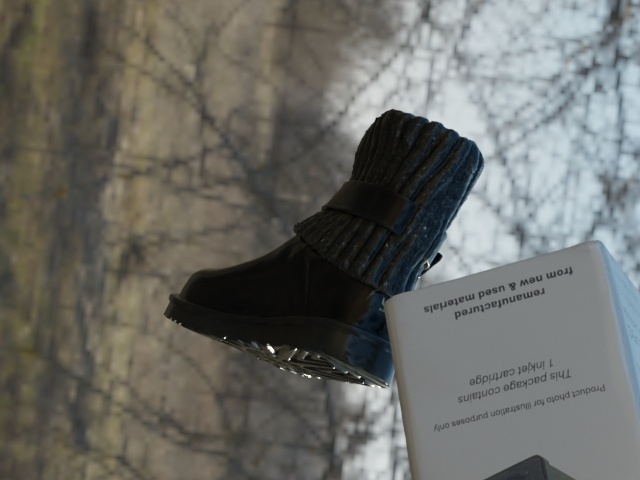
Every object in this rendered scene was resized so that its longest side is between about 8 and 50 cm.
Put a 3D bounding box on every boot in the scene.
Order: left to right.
[{"bbox_3d":[0.004,0.002,1.718,0.348,0.131,0.260,7,-108,49],"label":"boot"}]

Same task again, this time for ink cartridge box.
[{"bbox_3d":[0.131,0.167,0.809,0.198,0.115,0.273,42,36,-59],"label":"ink cartridge box"}]
